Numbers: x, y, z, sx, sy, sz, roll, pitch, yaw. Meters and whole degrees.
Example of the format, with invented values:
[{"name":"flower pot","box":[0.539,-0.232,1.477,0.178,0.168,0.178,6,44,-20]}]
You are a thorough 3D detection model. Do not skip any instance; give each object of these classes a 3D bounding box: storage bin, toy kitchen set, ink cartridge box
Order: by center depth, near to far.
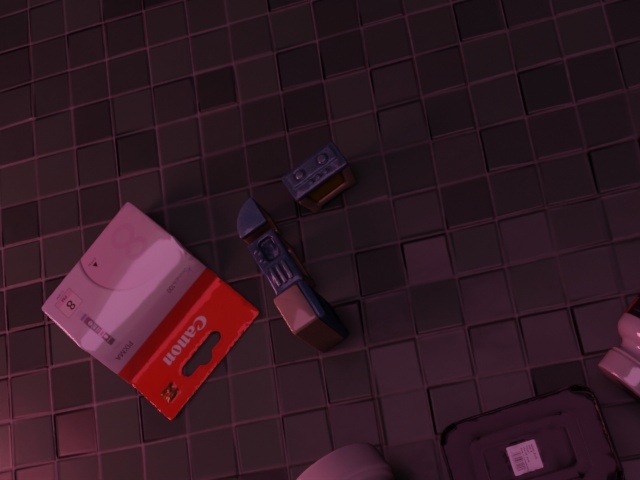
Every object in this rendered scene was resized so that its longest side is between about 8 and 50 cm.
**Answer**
[{"name":"storage bin","box":[0.236,0.245,1.168,0.180,0.084,0.122,-19,70,10]},{"name":"toy kitchen set","box":[0.000,0.000,1.292,0.166,0.122,0.207,-35,67,4]},{"name":"ink cartridge box","box":[-0.226,0.088,1.373,0.232,0.066,0.189,38,87,27]}]

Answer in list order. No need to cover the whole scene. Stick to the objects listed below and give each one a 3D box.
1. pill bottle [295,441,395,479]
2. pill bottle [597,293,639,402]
[{"name":"pill bottle","box":[0.087,0.370,1.120,0.169,0.169,0.301,-40,57,2]},{"name":"pill bottle","box":[0.397,0.089,1.153,0.108,0.108,0.193,39,87,23]}]
